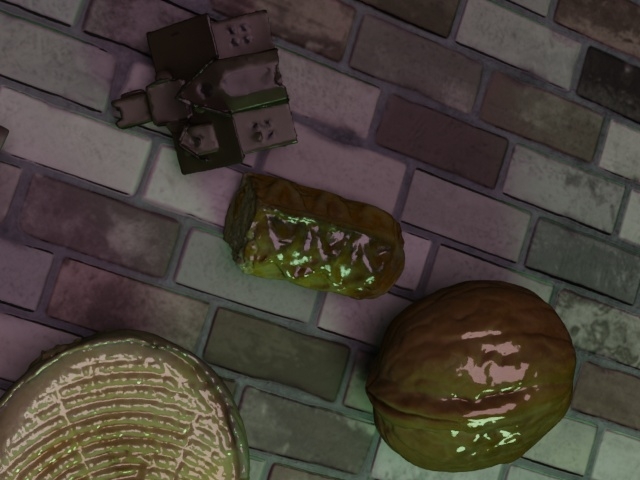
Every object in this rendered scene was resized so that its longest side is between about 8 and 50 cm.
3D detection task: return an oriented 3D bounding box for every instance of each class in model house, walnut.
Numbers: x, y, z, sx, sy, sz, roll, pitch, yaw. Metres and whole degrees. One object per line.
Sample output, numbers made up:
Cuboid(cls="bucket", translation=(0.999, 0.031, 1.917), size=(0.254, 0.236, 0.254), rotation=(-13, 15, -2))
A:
Cuboid(cls="model house", translation=(-0.171, -0.202, 1.519), size=(0.243, 0.204, 0.211), rotation=(-14, 95, -2))
Cuboid(cls="walnut", translation=(0.219, 0.201, 1.612), size=(0.313, 0.277, 0.252), rotation=(-9, 57, -12))

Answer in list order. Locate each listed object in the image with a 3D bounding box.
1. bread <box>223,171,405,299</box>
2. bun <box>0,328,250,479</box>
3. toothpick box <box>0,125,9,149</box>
Cuboid(cls="bread", translation=(0.000, 0.000, 1.603), size=(0.268, 0.130, 0.152), rotation=(15, 77, -19))
Cuboid(cls="bun", translation=(-0.279, 0.299, 1.471), size=(0.364, 0.202, 0.364), rotation=(1, 88, -13))
Cuboid(cls="toothpick box", translation=(-0.513, -0.135, 1.430), size=(0.181, 0.111, 0.111), rotation=(26, 82, -17))
